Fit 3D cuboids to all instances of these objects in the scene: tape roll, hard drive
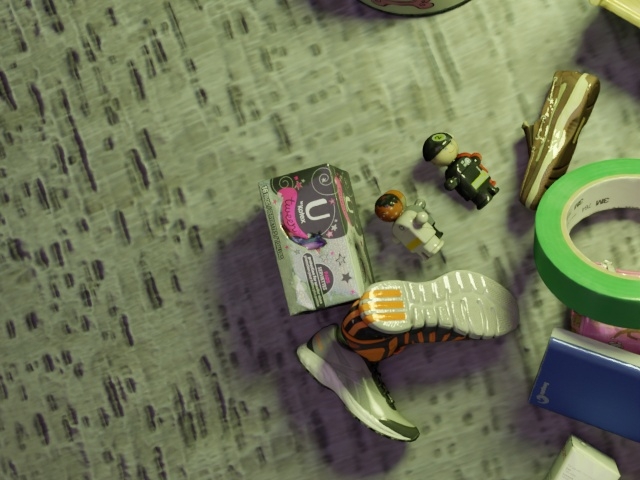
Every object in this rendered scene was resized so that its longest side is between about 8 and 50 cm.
[{"bbox_3d":[0.513,-0.001,1.648,0.321,0.077,0.321,-5,47,5],"label":"tape roll"},{"bbox_3d":[0.521,0.264,1.676,0.318,0.210,0.040,19,54,13],"label":"hard drive"}]

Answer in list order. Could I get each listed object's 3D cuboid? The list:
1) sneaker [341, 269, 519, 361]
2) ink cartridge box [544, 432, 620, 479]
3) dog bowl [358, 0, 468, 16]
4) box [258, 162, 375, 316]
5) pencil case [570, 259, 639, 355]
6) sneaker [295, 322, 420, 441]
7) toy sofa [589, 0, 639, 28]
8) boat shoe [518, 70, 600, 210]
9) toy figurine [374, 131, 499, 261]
[{"bbox_3d":[0.184,0.139,1.794,0.321,0.180,0.125,5,65,-20],"label":"sneaker"},{"bbox_3d":[0.414,0.452,1.706,0.092,0.160,0.219,29,95,12],"label":"ink cartridge box"},{"bbox_3d":[0.166,-0.623,1.816,0.408,0.150,0.408,0,88,14],"label":"dog bowl"},{"bbox_3d":[0.000,0.000,1.822,0.142,0.163,0.247,-16,85,13],"label":"box"},{"bbox_3d":[0.617,0.132,1.676,0.386,0.167,0.160,5,51,13],"label":"pencil case"},{"bbox_3d":[0.080,0.262,1.829,0.271,0.100,0.108,43,92,12],"label":"sneaker"},{"bbox_3d":[0.637,-0.372,1.628,0.362,0.177,0.150,35,122,13],"label":"toy sofa"},{"bbox_3d":[0.401,-0.181,1.780,0.095,0.095,0.257,25,88,27],"label":"boat shoe"},{"bbox_3d":[0.194,-0.083,1.756,0.148,0.213,0.209,45,103,-1],"label":"toy figurine"}]
